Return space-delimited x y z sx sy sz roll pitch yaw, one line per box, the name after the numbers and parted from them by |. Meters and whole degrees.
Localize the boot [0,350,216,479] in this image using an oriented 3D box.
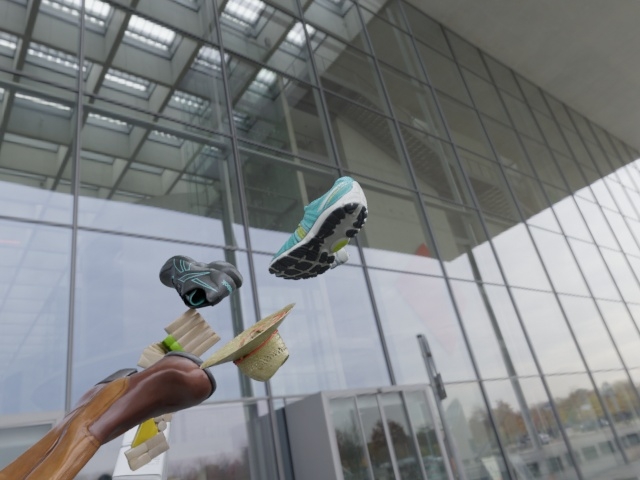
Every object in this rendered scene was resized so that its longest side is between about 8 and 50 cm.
-0.311 0.270 0.670 0.264 0.096 0.280 -9 17 27 | boot

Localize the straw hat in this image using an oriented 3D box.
-0.075 0.143 0.608 0.144 0.061 0.144 -34 2 1 | straw hat

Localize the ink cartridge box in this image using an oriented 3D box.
-0.482 0.627 1.316 0.121 0.211 0.289 4 13 -13 | ink cartridge box

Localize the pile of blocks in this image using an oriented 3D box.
-0.369 0.332 1.114 0.148 0.362 0.112 30 -30 -15 | pile of blocks

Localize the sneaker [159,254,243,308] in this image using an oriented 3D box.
-0.312 0.101 1.157 0.267 0.106 0.101 -1 -49 37 | sneaker

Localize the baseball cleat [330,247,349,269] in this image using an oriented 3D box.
0.000 0.000 1.444 0.109 0.206 0.072 -28 -38 -12 | baseball cleat

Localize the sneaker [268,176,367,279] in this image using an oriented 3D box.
-0.006 -0.015 0.975 0.107 0.110 0.275 25 -54 -32 | sneaker
